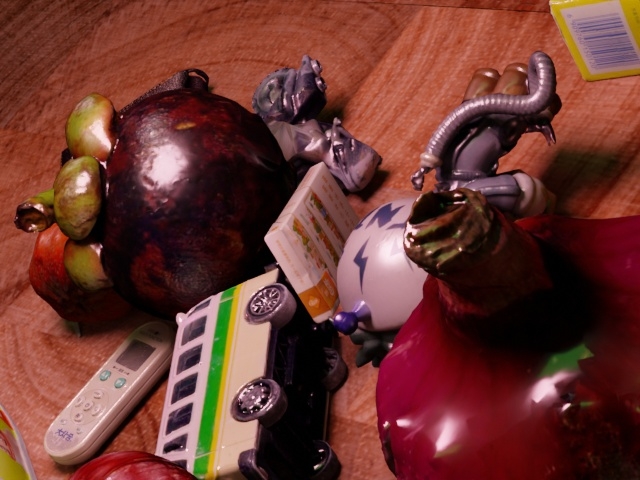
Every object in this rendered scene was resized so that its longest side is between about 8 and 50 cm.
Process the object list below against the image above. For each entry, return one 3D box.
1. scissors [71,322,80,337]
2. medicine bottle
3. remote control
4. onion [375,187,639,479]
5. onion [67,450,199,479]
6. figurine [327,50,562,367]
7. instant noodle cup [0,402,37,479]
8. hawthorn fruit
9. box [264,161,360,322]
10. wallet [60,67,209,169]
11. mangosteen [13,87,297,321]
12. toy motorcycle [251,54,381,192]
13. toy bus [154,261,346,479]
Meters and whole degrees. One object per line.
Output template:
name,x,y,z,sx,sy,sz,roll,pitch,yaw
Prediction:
scissors,-0.331,0.106,2.330,0.036,0.006,0.083,-34,37,4
medicine bottle,0.420,-0.297,2.108,0.250,0.141,0.137,-4,42,34
remote control,-0.255,0.190,2.151,0.078,0.042,0.221,18,59,48
onion,0.207,0.090,1.604,0.398,0.420,0.398,-24,27,13
onion,-0.144,0.327,1.752,0.285,0.273,0.273,-21,30,-27
figurine,0.148,-0.016,1.961,0.382,0.186,0.261,-58,17,-22
instant noodle cup,-0.547,0.292,2.094,0.308,0.294,0.294,-39,36,4
hawthorn fruit,-0.299,0.014,2.285,0.157,0.157,0.194,-18,42,20
box,0.001,0.000,2.043,0.032,0.122,0.220,-25,15,22
wallet,-0.271,-0.123,2.496,0.262,0.071,0.221,-30,37,17
mangosteen,-0.175,-0.041,2.111,0.311,0.311,0.311,-21,39,17
toy motorcycle,-0.007,-0.134,2.262,0.159,0.106,0.270,-25,52,19
toy bus,-0.086,0.192,1.937,0.179,0.143,0.305,-20,40,22
